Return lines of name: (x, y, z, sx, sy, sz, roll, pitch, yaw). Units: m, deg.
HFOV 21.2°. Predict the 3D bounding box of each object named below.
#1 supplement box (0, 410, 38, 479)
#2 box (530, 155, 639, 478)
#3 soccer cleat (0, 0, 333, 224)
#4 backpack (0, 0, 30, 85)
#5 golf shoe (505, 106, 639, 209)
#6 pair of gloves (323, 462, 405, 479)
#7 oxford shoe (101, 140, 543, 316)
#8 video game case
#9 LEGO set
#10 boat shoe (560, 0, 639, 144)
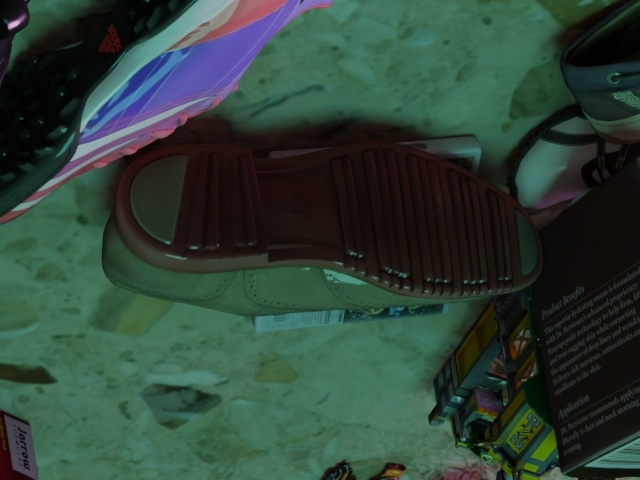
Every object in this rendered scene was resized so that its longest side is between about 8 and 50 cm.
supplement box: (-0.339, 0.174, 1.384, 0.073, 0.130, 0.239, -40, 133, 20)
box: (0.280, 0.066, 1.317, 0.167, 0.203, 0.168, 5, 156, -25)
soccer cleat: (-0.129, -0.106, 1.198, 0.318, 0.108, 0.116, -42, 136, 19)
backpack: (-0.296, -0.179, 0.979, 0.263, 0.276, 0.213, 17, 126, -15)
golf shoe: (0.243, -0.067, 1.362, 0.198, 0.094, 0.077, -29, 136, 12)
pair of gloves: (0.036, 0.242, 1.659, 0.083, 0.010, 0.074, 4, 131, -25)
oxford shoe: (0.000, 0.000, 1.324, 0.348, 0.123, 0.130, 8, 152, -18)
video game case: (0.035, -0.003, 1.409, 0.173, 0.022, 0.190, -5, 134, -13)
LEGO set: (0.242, 0.183, 1.502, 0.331, 0.255, 0.192, 13, 128, -24)
boat shoe: (0.309, -0.175, 1.273, 0.285, 0.102, 0.092, -30, 140, 20)
